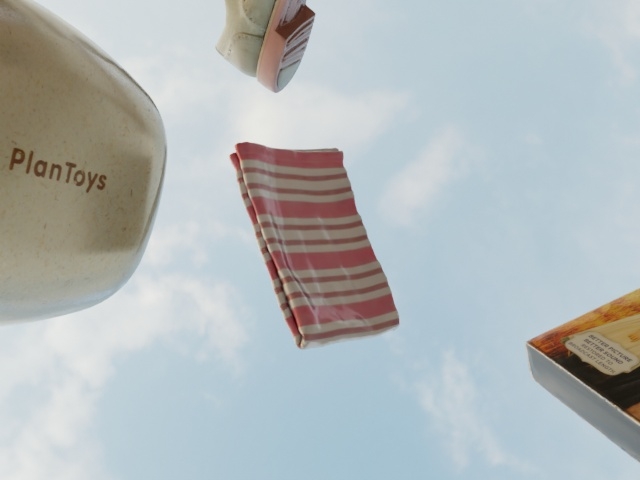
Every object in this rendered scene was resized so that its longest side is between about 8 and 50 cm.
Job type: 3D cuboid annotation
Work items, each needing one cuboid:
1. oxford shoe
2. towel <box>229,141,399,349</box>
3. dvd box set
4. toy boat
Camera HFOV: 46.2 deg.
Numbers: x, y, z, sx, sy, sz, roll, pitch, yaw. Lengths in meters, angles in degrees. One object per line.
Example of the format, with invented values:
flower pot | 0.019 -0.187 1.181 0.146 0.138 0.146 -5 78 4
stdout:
oxford shoe | -0.073 -0.405 1.065 0.146 0.397 0.140 27 -142 10
towel | 0.000 0.000 0.696 0.144 0.029 0.197 -4 -111 -49
dvd box set | 0.482 0.108 0.795 0.420 0.307 0.062 -22 -66 -11
toy boat | -0.223 0.013 0.410 0.148 0.267 0.318 13 -97 27
